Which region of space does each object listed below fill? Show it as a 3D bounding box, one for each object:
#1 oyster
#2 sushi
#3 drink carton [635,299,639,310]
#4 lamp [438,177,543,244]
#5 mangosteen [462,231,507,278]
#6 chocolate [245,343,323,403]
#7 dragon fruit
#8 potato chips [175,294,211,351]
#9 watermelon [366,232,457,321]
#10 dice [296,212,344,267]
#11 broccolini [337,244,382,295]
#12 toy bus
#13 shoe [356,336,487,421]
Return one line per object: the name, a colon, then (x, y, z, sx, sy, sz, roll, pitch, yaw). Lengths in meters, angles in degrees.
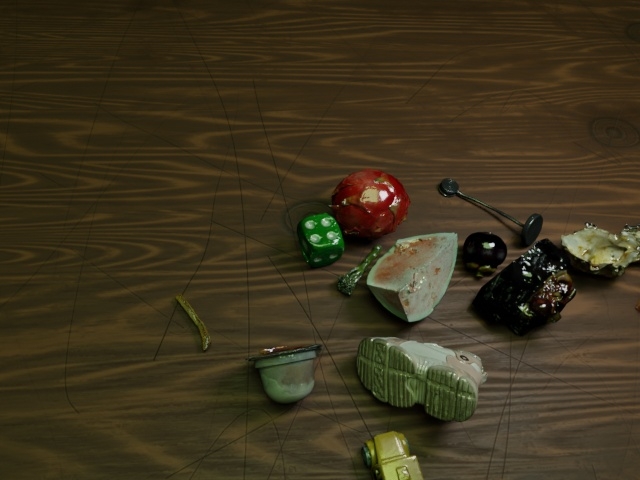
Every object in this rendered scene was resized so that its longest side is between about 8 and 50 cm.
oyster: (0.942, 0.027, 1.740, 0.337, 0.133, 0.197, -12, 57, -15)
sushi: (0.633, 0.156, 1.604, 0.227, 0.215, 0.212, -22, 64, -42)
drink carton: (1.096, 0.140, 1.699, 0.071, 0.096, 0.223, 37, 61, 18)
lamp: (0.587, -0.131, 1.825, 0.130, 0.108, 0.371, -36, 66, -28)
mangosteen: (0.520, 0.048, 1.703, 0.137, 0.137, 0.151, 11, 91, 2)
chocolate: (-0.083, 0.357, 1.430, 0.222, 0.221, 0.147, -11, 86, -12)
dragon fruit: (0.157, -0.114, 1.710, 0.253, 0.240, 0.240, 13, 56, 11)
potato chips: (-0.368, 0.232, 1.554, 0.037, 0.026, 0.204, -33, 65, -8)
watermelon: (0.295, 0.095, 1.610, 0.224, 0.180, 0.305, 45, 61, 6)
dice: (0.000, 0.000, 1.674, 0.120, 0.131, 0.128, -14, 59, -13)
broccolini: (0.123, 0.085, 1.689, 0.067, 0.058, 0.216, 51, 52, -14)
toy bus: (0.203, 0.631, 1.282, 0.121, 0.123, 0.335, -9, 58, -11)
shoe: (0.274, 0.359, 1.457, 0.351, 0.171, 0.198, 20, 18, 30)
